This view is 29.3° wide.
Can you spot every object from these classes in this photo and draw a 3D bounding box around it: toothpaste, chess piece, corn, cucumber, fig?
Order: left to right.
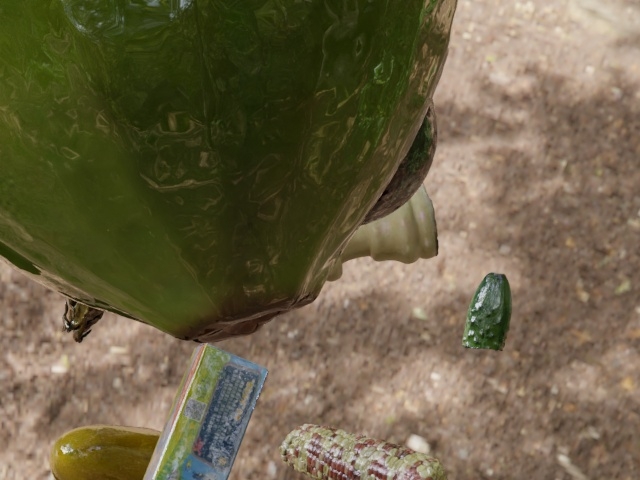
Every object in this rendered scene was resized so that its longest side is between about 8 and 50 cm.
[{"bbox_3d":[-0.072,-0.109,0.524,0.316,0.316,0.316,8,39,-6],"label":"fig"},{"bbox_3d":[-0.104,0.164,0.831,0.070,0.044,0.193,23,75,-11],"label":"toothpaste"},{"bbox_3d":[0.000,0.000,1.674,0.307,0.139,0.124,-17,74,-3],"label":"chess piece"},{"bbox_3d":[0.063,0.349,1.898,0.290,0.098,0.098,12,33,34],"label":"corn"},{"bbox_3d":[0.235,0.097,1.661,0.067,0.107,0.035,9,3,-27],"label":"cucumber"}]

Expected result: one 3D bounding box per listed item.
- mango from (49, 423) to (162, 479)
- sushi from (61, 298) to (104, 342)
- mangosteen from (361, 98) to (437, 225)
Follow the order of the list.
[{"bbox_3d":[-0.243,0.283,1.520,0.139,0.253,0.113,0,71,24],"label":"mango"},{"bbox_3d":[-0.151,-0.051,0.938,0.149,0.287,0.140,49,40,5],"label":"sushi"},{"bbox_3d":[-0.013,-0.103,1.104,0.216,0.216,0.216,8,39,-6],"label":"mangosteen"}]
